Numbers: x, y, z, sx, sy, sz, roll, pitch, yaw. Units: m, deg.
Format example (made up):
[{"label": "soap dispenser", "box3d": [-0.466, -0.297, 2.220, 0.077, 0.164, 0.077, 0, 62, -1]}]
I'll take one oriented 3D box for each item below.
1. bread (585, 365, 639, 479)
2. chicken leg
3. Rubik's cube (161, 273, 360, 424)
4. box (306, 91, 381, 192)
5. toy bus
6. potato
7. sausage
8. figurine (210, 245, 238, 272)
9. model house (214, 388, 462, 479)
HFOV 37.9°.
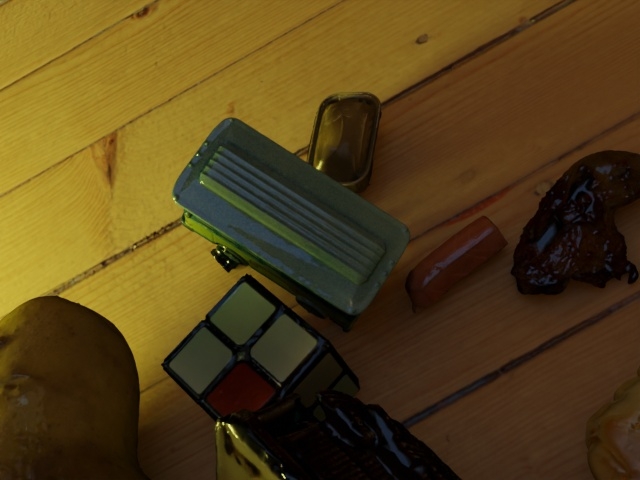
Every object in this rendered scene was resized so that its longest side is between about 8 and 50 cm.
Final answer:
[{"label": "bread", "box3d": [0.460, 0.206, 1.133, 0.311, 0.121, 0.173, -40, 55, -6]}, {"label": "chicken leg", "box3d": [0.402, -0.036, 1.317, 0.177, 0.083, 0.322, 37, 80, 22]}, {"label": "Rubik's cube", "box3d": [-0.078, 0.187, 1.293, 0.180, 0.167, 0.183, -45, 57, -8]}, {"label": "box", "box3d": [0.041, -0.155, 1.477, 0.111, 0.111, 0.177, 1, 63, 18]}, {"label": "toy bus", "box3d": [-0.044, -0.017, 1.333, 0.312, 0.190, 0.152, 33, 77, 5]}, {"label": "potato", "box3d": [-0.329, 0.245, 1.274, 0.397, 0.290, 0.296, 17, 68, 28]}, {"label": "sausage", "box3d": [0.188, 0.037, 1.352, 0.169, 0.065, 0.065, -37, 58, -3]}, {"label": "figurine", "box3d": [-0.110, -0.011, 1.466, 0.136, 0.079, 0.077, -43, 100, -13]}, {"label": "model house", "box3d": [0.053, 0.339, 1.155, 0.282, 0.297, 0.317, -22, 50, -42]}]
